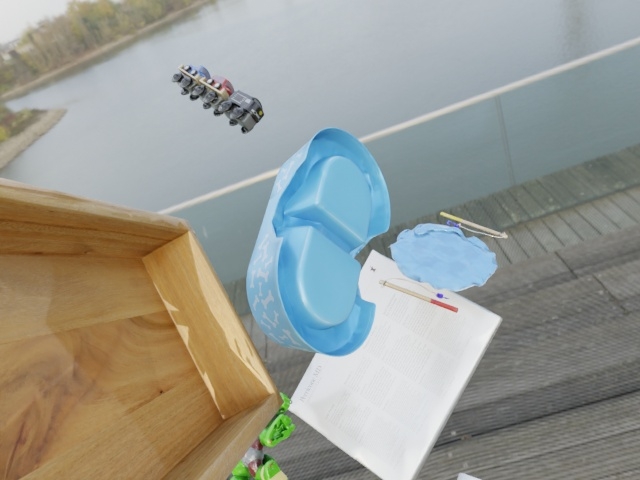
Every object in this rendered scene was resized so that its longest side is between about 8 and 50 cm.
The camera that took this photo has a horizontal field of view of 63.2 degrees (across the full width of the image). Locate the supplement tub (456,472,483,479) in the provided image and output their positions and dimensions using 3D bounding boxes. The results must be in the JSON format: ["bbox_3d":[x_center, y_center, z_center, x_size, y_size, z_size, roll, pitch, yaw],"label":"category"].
[{"bbox_3d":[0.226,0.463,0.658,0.191,0.191,0.272,4,66,39],"label":"supplement tub"}]

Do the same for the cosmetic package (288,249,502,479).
[{"bbox_3d":[0.144,0.250,1.047,0.284,0.097,0.377,29,91,23],"label":"cosmetic package"}]

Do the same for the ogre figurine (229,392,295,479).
[{"bbox_3d":[-0.108,0.367,0.889,0.118,0.097,0.197,-25,64,42],"label":"ogre figurine"}]

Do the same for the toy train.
[{"bbox_3d":[-0.104,-0.147,0.516,0.036,0.027,0.158,-46,49,-9],"label":"toy train"}]

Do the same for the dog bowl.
[{"bbox_3d":[0.000,0.000,0.644,0.074,0.166,0.297,-18,47,40],"label":"dog bowl"}]

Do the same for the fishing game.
[{"bbox_3d":[0.215,0.033,0.927,0.189,0.041,0.264,20,40,23],"label":"fishing game"}]

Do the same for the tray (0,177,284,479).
[{"bbox_3d":[-0.139,0.074,0.308,0.076,0.202,0.411,-29,-6,6],"label":"tray"}]
